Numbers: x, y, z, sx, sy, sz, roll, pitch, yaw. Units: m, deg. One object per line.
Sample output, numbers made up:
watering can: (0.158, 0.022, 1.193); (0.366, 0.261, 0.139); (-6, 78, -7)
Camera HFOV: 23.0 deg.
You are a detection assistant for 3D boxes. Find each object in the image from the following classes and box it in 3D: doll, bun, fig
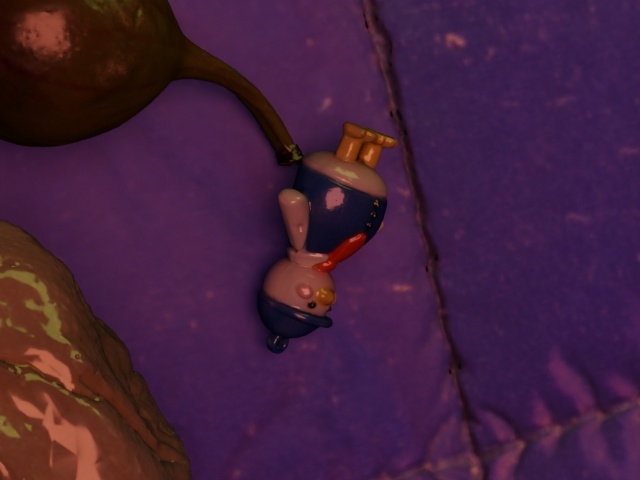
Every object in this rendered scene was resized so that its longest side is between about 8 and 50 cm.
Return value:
doll: (0.000, 0.000, 0.912); (0.098, 0.057, 0.143); (16, 100, -55)
bun: (-0.193, 0.117, 0.776); (0.281, 0.205, 0.282); (2, 109, 6)
fig: (-0.096, -0.094, 0.863); (0.236, 0.124, 0.124); (17, 86, -32)
